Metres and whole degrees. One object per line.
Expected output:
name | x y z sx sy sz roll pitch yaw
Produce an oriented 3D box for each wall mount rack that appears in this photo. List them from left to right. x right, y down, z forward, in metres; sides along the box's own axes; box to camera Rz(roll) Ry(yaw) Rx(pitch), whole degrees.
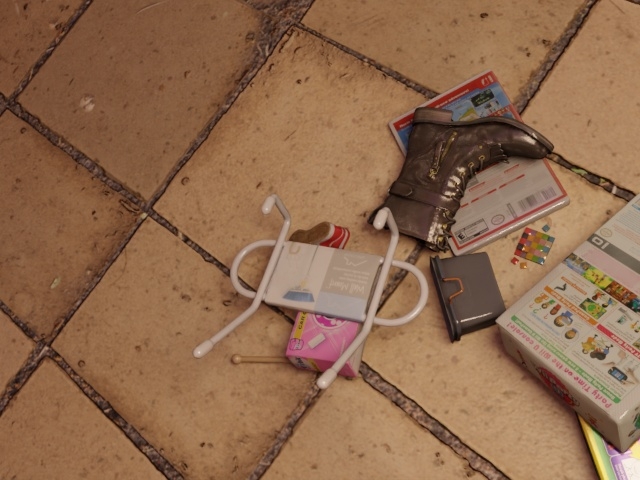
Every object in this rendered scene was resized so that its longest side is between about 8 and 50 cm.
wall mount rack | -0.025 0.082 1.141 0.349 0.130 0.304 8 64 25

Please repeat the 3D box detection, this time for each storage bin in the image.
storage bin | 0.232 0.080 1.165 0.091 0.098 0.135 -15 67 3

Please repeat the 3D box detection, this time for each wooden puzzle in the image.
wooden puzzle | 0.343 0.009 1.192 0.049 0.006 0.083 23 80 25

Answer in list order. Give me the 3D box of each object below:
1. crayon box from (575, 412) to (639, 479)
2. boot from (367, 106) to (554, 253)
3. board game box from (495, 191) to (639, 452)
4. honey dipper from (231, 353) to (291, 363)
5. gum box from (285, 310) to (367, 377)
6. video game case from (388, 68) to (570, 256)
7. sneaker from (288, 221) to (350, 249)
crayon box | 0.466 0.333 0.992 0.165 0.081 0.279 -18 66 13
boot | 0.225 -0.088 1.208 0.262 0.091 0.229 14 82 28
board game box | 0.433 0.101 1.025 0.303 0.098 0.224 -38 45 -8
honey dipper | -0.077 0.201 1.260 0.160 0.030 0.031 -1 71 18
gum box | 0.025 0.120 1.219 0.107 0.062 0.189 5 61 22
video game case | 0.262 -0.135 1.263 0.204 0.025 0.285 -27 65 9
sneaker | 0.000 0.000 1.305 0.118 0.067 0.042 -19 65 46
